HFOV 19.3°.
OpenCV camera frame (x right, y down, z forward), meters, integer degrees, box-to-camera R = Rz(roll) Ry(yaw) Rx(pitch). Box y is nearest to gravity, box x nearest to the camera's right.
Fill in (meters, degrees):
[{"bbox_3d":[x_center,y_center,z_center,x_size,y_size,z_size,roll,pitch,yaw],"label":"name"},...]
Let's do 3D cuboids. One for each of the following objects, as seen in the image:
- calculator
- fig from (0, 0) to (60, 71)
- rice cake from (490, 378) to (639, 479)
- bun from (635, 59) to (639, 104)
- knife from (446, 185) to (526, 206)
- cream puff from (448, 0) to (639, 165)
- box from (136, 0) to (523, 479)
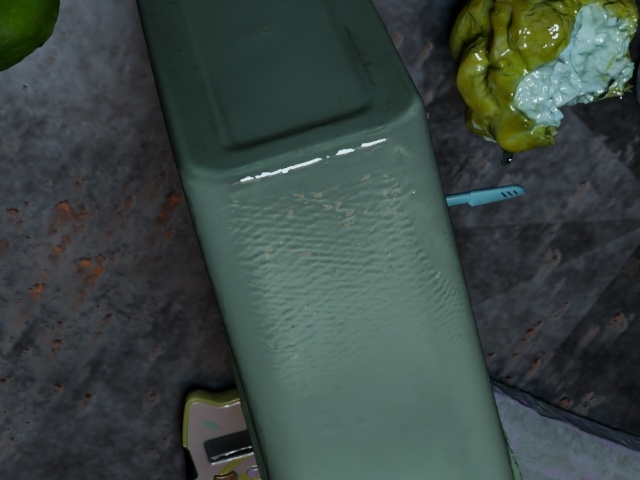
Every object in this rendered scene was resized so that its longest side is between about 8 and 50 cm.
[{"bbox_3d":[-0.038,0.199,1.646,0.157,0.033,0.236,-15,128,-4],"label":"calculator"},{"bbox_3d":[-0.277,-0.228,1.240,0.203,0.203,0.235,-7,86,-8],"label":"fig"},{"bbox_3d":[0.206,0.201,1.677,0.298,0.050,0.106,24,104,-29],"label":"rice cake"},{"bbox_3d":[0.320,-0.122,1.474,0.141,0.083,0.140,-7,128,-9],"label":"bun"},{"bbox_3d":[0.124,-0.034,1.537,0.091,0.005,0.014,-10,125,-7],"label":"knife"},{"bbox_3d":[0.161,-0.146,1.400,0.156,0.121,0.156,-20,124,-33],"label":"cream puff"},{"bbox_3d":[0.000,0.000,1.324,0.177,0.352,0.343,-16,124,-2],"label":"box"}]
